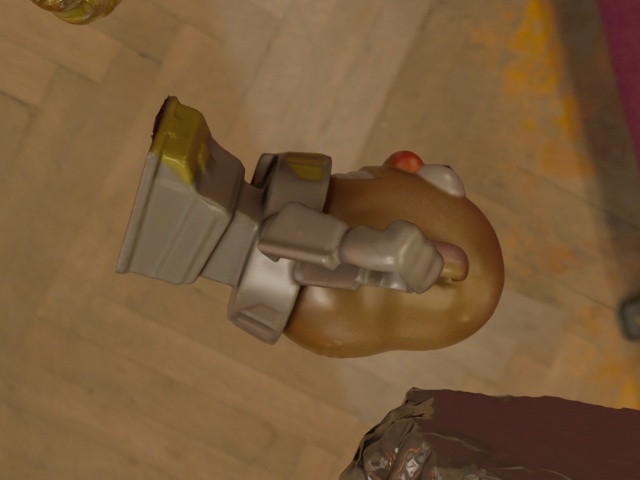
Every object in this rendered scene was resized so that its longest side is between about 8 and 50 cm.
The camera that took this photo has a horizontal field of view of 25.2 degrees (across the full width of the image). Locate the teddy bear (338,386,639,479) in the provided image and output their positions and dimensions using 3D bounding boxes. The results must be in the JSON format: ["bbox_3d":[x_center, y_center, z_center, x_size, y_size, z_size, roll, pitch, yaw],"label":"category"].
[{"bbox_3d":[0.042,0.167,0.542,0.171,0.144,0.251,22,96,-21],"label":"teddy bear"}]

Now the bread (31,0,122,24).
[{"bbox_3d":[-0.271,-0.275,1.492,0.083,0.094,0.157,-45,137,16],"label":"bread"}]

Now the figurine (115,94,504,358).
[{"bbox_3d":[0.000,0.001,1.078,0.285,0.342,0.167,19,108,-4],"label":"figurine"}]
